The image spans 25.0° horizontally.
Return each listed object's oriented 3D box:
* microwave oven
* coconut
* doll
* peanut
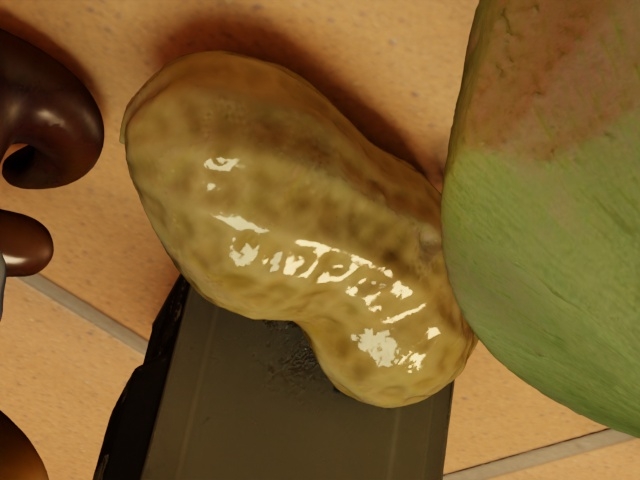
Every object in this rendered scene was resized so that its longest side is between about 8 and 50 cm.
[{"bbox_3d":[-0.040,0.180,1.025,0.238,0.295,0.181,19,145,-11],"label":"microwave oven"},{"bbox_3d":[0.205,-0.034,0.633,0.329,0.328,0.281,6,144,7],"label":"coconut"},{"bbox_3d":[-0.265,0.010,0.844,0.209,0.339,0.318,-14,151,26],"label":"doll"},{"bbox_3d":[0.000,0.000,0.903,0.147,0.147,0.305,-22,136,38],"label":"peanut"}]
